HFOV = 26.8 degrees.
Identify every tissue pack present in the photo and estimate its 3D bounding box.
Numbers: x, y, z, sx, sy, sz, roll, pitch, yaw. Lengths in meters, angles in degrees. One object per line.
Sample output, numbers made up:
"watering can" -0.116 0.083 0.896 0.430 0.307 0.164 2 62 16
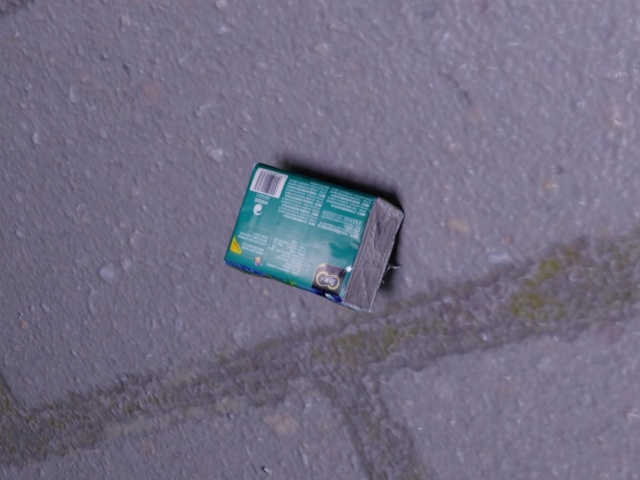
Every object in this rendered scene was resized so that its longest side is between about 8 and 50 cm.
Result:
"tissue pack" 0.000 0.000 1.014 0.111 0.079 0.085 17 87 31
